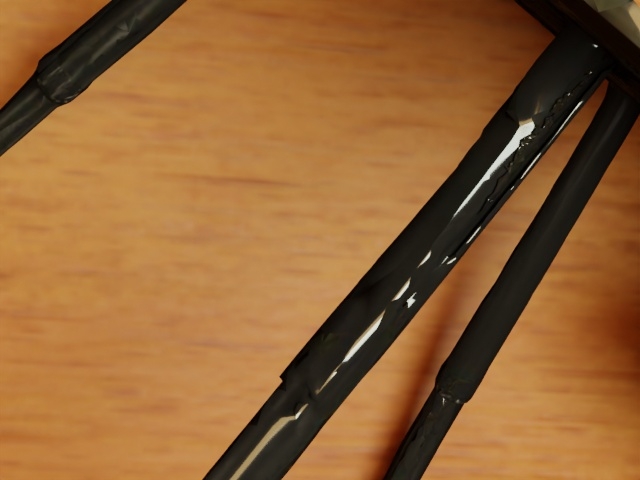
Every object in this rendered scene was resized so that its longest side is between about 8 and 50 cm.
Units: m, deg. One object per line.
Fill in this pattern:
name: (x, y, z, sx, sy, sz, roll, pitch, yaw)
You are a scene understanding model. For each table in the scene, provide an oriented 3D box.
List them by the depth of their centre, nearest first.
table: (0.000, 0.000, 0.513, 0.317, 0.317, 0.249, 39, 101, -11)
